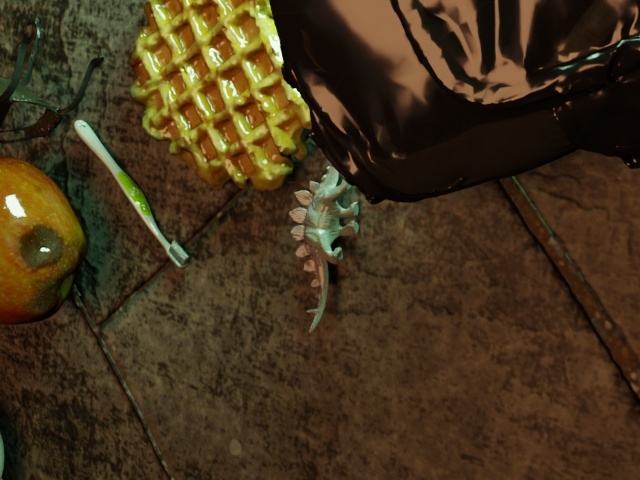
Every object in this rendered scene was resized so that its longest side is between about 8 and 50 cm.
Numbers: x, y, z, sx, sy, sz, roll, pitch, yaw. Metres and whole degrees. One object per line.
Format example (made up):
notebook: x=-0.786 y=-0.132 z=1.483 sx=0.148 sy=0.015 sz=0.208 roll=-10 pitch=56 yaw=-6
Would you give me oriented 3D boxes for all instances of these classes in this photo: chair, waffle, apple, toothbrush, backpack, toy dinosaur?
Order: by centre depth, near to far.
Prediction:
backpack: x=0.154 y=-0.212 z=0.849 sx=0.445 sy=0.255 sz=0.363 roll=-21 pitch=86 yaw=23
toy dinosaur: x=0.001 y=0.001 z=1.122 sx=0.082 sy=0.039 sz=0.209 roll=7 pitch=92 yaw=38
waffle: x=-0.109 y=-0.207 z=1.158 sx=0.301 sy=0.058 sz=0.282 roll=44 pitch=122 yaw=20
toothbrush: x=-0.253 y=-0.064 z=1.311 sx=0.263 sy=0.022 sz=0.026 roll=49 pitch=137 yaw=18
chair: x=-0.420 y=-0.196 z=1.322 sx=0.149 sy=0.174 sz=0.213 roll=38 pitch=108 yaw=29
apple: x=-0.422 y=0.007 z=1.336 sx=0.230 sy=0.230 sz=0.230 roll=7 pitch=102 yaw=35

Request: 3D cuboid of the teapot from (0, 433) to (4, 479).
teapot: x=-0.585 y=0.341 z=1.542 sx=0.298 sy=0.139 sz=0.204 roll=34 pitch=104 yaw=22
